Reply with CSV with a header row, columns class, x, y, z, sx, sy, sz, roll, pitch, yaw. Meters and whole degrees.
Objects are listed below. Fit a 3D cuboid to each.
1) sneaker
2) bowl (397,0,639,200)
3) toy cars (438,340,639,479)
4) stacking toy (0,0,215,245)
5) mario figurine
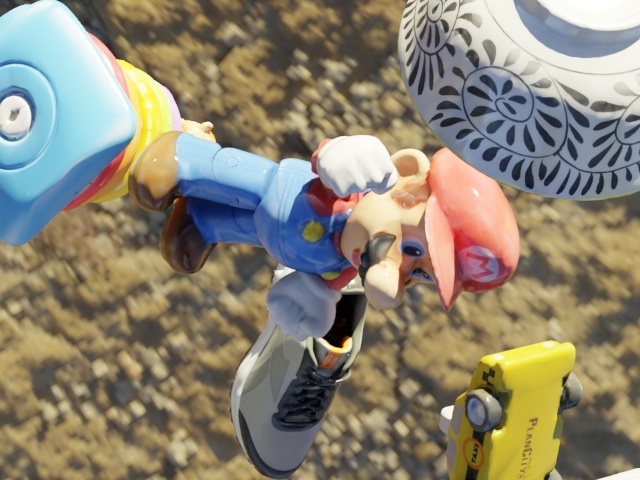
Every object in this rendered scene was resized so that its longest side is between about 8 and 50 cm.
class,x,y,z,sx,sy,sz,roll,pitch,yaw
sneaker,-0.018,0.130,2.007,0.100,0.108,0.271,3,115,-29
bowl,0.129,-0.111,0.989,0.170,0.170,0.080,-14,153,-17
toy cars,0.195,0.222,1.708,0.176,0.087,0.393,-45,132,-8
stacking toy,-0.183,-0.098,1.755,0.175,0.165,0.302,-42,159,21
mario figurine,0.000,0.000,1.542,0.198,0.321,0.170,8,89,-64
